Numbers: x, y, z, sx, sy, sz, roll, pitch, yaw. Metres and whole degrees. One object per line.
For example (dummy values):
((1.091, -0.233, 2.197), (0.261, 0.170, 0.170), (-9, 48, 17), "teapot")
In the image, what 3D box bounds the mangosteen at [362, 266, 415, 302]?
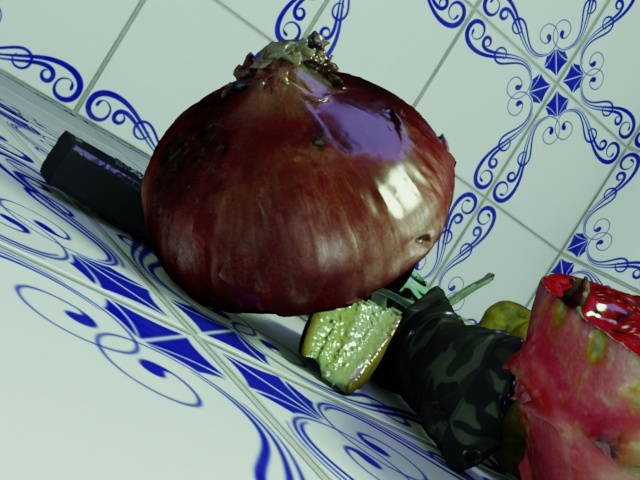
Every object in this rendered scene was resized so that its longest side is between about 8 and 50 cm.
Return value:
((0.000, 0.000, 1.425), (0.275, 0.275, 0.302), (33, 38, 21), "mangosteen")

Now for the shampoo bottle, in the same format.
((-0.189, -0.023, 1.173), (0.309, 0.071, 0.098), (33, -2, -27), "shampoo bottle")

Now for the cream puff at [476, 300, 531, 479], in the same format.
((0.281, 0.202, 1.131), (0.281, 0.185, 0.282), (31, 0, 0), "cream puff")

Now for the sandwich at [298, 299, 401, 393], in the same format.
((0.029, 0.105, 1.086), (0.094, 0.096, 0.258), (27, -1, 2), "sandwich")

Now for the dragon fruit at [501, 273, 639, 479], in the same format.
((0.314, 0.191, 0.803), (0.371, 0.249, 0.386), (19, 13, -10), "dragon fruit")

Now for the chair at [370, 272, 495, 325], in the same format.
((0.192, 0.145, 1.365), (0.274, 0.191, 0.203), (-12, 34, -44), "chair")

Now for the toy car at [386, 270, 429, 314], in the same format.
((0.084, 0.092, 1.722), (0.306, 0.136, 0.125), (32, 15, -32), "toy car")

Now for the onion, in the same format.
((-0.032, -0.088, 1.015), (0.347, 0.347, 0.285), (34, -41, 43), "onion")

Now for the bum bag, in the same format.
((0.134, 0.136, 1.070), (0.095, 0.144, 0.340), (29, 2, -14), "bum bag")
